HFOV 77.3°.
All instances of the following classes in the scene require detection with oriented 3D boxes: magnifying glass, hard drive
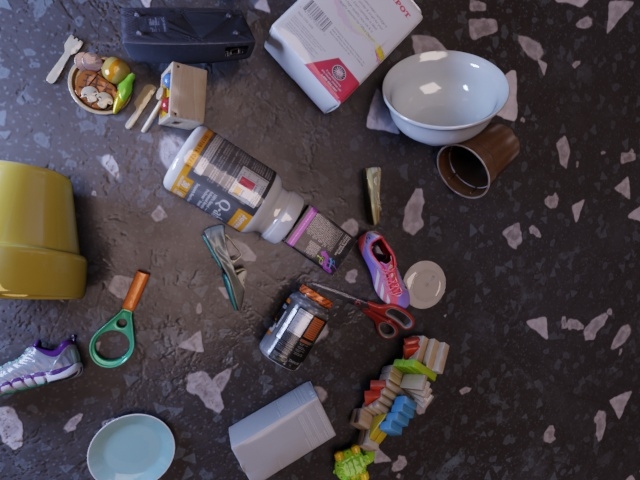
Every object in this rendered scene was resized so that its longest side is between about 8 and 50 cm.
[{"bbox_3d":[-0.449,0.179,0.914,0.092,0.026,0.230,23,87,-18],"label":"magnifying glass"},{"bbox_3d":[-0.280,-0.437,0.849,0.255,0.054,0.171,-10,53,-18],"label":"hard drive"}]

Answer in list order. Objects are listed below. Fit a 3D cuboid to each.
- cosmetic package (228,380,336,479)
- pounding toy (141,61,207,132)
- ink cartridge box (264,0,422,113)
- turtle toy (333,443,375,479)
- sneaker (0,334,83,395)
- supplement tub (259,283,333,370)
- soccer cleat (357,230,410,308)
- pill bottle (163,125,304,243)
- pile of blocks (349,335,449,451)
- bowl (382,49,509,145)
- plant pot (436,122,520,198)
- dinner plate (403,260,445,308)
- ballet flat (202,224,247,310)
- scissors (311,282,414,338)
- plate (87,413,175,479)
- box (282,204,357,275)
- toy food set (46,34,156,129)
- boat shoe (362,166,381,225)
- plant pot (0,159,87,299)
[{"bbox_3d":[-0.097,0.482,1.012,0.238,0.107,0.127,-24,102,-11],"label":"cosmetic package"},{"bbox_3d":[-0.318,-0.297,0.865,0.100,0.141,0.129,3,94,-33],"label":"pounding toy"},{"bbox_3d":[0.054,-0.495,0.954,0.226,0.131,0.306,45,80,-15],"label":"ink cartridge box"},{"bbox_3d":[0.093,0.608,1.097,0.130,0.066,0.095,-14,75,-18],"label":"turtle toy"},{"bbox_3d":[-0.632,0.269,0.851,0.224,0.083,0.098,-10,77,-21],"label":"sneaker"},{"bbox_3d":[-0.056,0.211,0.990,0.117,0.117,0.190,34,84,-17],"label":"supplement tub"},{"bbox_3d":[0.177,0.086,1.062,0.083,0.095,0.247,-30,103,-13],"label":"soccer cleat"},{"bbox_3d":[-0.187,-0.115,0.897,0.279,0.162,0.162,32,85,-17],"label":"pill bottle"},{"bbox_3d":[0.198,0.400,1.069,0.113,0.149,0.362,36,84,-17],"label":"pile of blocks"},{"bbox_3d":[0.303,-0.337,1.013,0.298,0.134,0.297,-3,57,4],"label":"bowl"},{"bbox_3d":[0.436,-0.226,1.089,0.165,0.167,0.166,-37,104,-20],"label":"plant pot"},{"bbox_3d":[0.301,0.128,1.146,0.141,0.017,0.141,-1,95,-18],"label":"dinner plate"},{"bbox_3d":[-0.211,0.064,0.954,0.068,0.072,0.213,-24,101,-18],"label":"ballet flat"},{"bbox_3d":[0.121,0.166,1.074,0.297,0.021,0.109,38,114,-14],"label":"scissors"},{"bbox_3d":[-0.442,0.495,0.945,0.188,0.024,0.187,-2,96,-17],"label":"plate"},{"bbox_3d":[0.000,0.000,1.035,0.162,0.029,0.116,37,85,-16],"label":"box"},{"bbox_3d":[-0.468,-0.337,0.854,0.192,0.038,0.132,29,86,-17],"label":"toy food set"},{"bbox_3d":[0.144,-0.117,1.056,0.048,0.056,0.152,-7,90,-12],"label":"boat shoe"},{"bbox_3d":[-0.576,-0.012,0.755,0.254,0.254,0.238,5,79,-18],"label":"plant pot"}]
